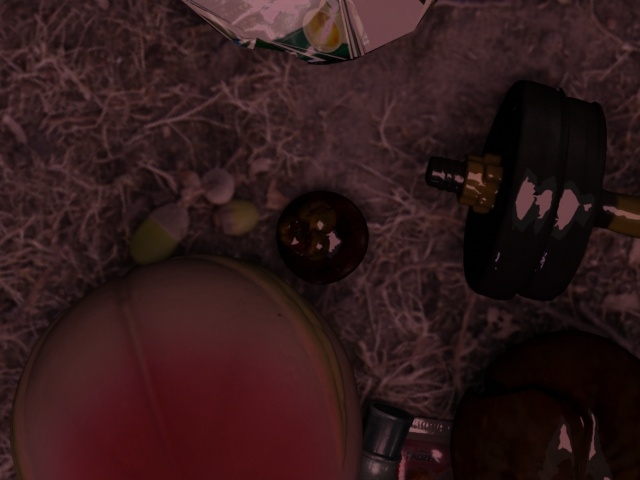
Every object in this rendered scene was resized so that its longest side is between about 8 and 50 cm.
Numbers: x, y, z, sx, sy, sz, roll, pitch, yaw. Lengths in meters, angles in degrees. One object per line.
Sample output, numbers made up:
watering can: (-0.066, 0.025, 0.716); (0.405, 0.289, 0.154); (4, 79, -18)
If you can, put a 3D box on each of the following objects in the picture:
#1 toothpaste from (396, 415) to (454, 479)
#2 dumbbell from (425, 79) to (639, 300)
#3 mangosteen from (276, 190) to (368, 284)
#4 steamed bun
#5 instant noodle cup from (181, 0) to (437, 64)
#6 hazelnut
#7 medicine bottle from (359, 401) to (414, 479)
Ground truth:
toothpaste: (0.090, 0.290, 1.645); (0.096, 0.061, 0.266); (8, 94, -5)
dumbbell: (0.275, -0.017, 1.527); (0.388, 0.185, 0.185); (13, 100, -6)
mangosteen: (0.001, -0.001, 1.562); (0.081, 0.081, 0.081); (-1, 101, -4)
steamed bun: (-0.103, 0.167, 1.484); (0.309, 0.309, 0.309); (-1, 101, -4)
instant noodle cup: (-0.009, -0.260, 1.459); (0.240, 0.178, 0.240); (-1, 101, -3)
hazelnut: (0.219, 0.191, 1.549); (0.218, 0.218, 0.234); (-8, 94, -2)
medicine bottle: (0.031, 0.244, 1.612); (0.054, 0.090, 0.208); (7, 104, -46)
